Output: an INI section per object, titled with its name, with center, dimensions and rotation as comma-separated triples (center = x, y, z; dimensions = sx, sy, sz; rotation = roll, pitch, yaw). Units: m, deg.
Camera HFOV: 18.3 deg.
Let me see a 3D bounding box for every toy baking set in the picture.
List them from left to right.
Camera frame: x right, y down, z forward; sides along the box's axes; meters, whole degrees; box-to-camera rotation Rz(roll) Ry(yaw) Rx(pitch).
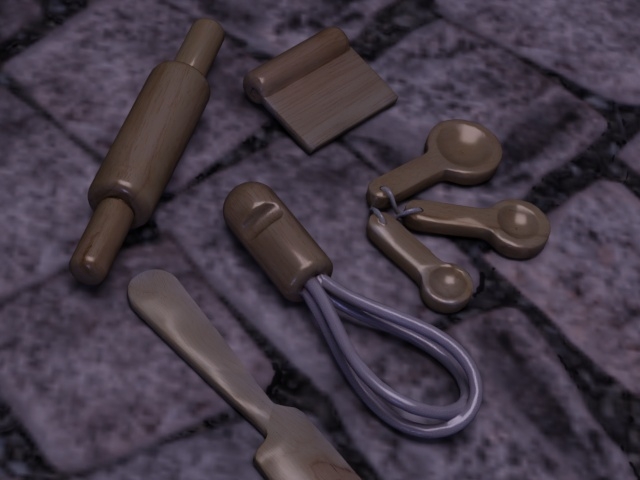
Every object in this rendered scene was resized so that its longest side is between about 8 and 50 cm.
[toy baking set]
center = -0.006, -0.003, 0.864
dimensions = 0.197, 0.030, 0.256
rotation = 22, 50, 7
